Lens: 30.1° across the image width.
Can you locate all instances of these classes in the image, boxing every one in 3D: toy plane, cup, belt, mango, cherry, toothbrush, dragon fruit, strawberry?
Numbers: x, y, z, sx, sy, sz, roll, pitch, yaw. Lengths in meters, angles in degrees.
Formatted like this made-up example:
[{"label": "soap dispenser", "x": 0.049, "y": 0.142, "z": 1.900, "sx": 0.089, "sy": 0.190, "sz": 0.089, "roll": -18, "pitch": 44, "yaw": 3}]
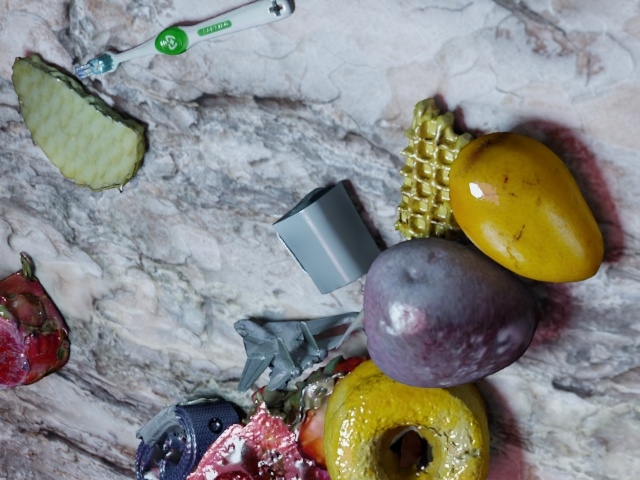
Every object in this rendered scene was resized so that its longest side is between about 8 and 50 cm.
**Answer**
[{"label": "toy plane", "x": -0.070, "y": 0.162, "z": 1.786, "sx": 0.088, "sy": 0.212, "sz": 0.267, "roll": 62, "pitch": 159, "yaw": -12}, {"label": "cup", "x": 0.000, "y": 0.000, "z": 1.644, "sx": 0.128, "sy": 0.095, "sz": 0.129, "roll": -26, "pitch": 99, "yaw": 45}, {"label": "belt", "x": -0.218, "y": 0.353, "z": 2.020, "sx": 0.230, "sy": 0.126, "sz": 0.140, "roll": -46, "pitch": 55, "yaw": 45}, {"label": "mango", "x": 0.245, "y": -0.032, "z": 1.409, "sx": 0.219, "sy": 0.112, "sz": 0.145, "roll": 45, "pitch": 121, "yaw": -5}, {"label": "cherry", "x": 0.147, "y": 0.092, "z": 1.505, "sx": 0.265, "sy": 0.184, "sz": 0.213, "roll": -1, "pitch": 161, "yaw": 4}, {"label": "toothbrush", "x": -0.197, "y": -0.285, "z": 1.679, "sx": 0.417, "sy": 0.040, "sz": 0.042, "roll": -9, "pitch": 108, "yaw": 37}, {"label": "dragon fruit", "x": -0.071, "y": 0.329, "z": 1.894, "sx": 0.261, "sy": 0.134, "sz": 0.212, "roll": 5, "pitch": 105, "yaw": 8}, {"label": "dragon fruit", "x": -0.580, "y": 0.167, "z": 2.187, "sx": 0.211, "sy": 0.147, "sz": 0.282, "roll": 25, "pitch": 131, "yaw": 26}, {"label": "strawberry", "x": 0.069, "y": 0.264, "z": 1.746, "sx": 0.190, "sy": 0.111, "sz": 0.236, "roll": -40, "pitch": 106, "yaw": 17}]

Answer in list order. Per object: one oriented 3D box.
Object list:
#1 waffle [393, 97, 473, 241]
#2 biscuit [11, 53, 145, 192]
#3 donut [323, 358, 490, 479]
[{"label": "waffle", "x": 0.137, "y": -0.076, "z": 1.520, "sx": 0.161, "sy": 0.046, "sz": 0.192, "roll": 49, "pitch": 135, "yaw": 2}, {"label": "biscuit", "x": -0.388, "y": -0.171, "z": 1.900, "sx": 0.273, "sy": 0.036, "sz": 0.187, "roll": 35, "pitch": 133, "yaw": 17}, {"label": "donut", "x": 0.119, "y": 0.282, "z": 1.638, "sx": 0.253, "sy": 0.118, "sz": 0.254, "roll": 0, "pitch": 95, "yaw": 0}]
